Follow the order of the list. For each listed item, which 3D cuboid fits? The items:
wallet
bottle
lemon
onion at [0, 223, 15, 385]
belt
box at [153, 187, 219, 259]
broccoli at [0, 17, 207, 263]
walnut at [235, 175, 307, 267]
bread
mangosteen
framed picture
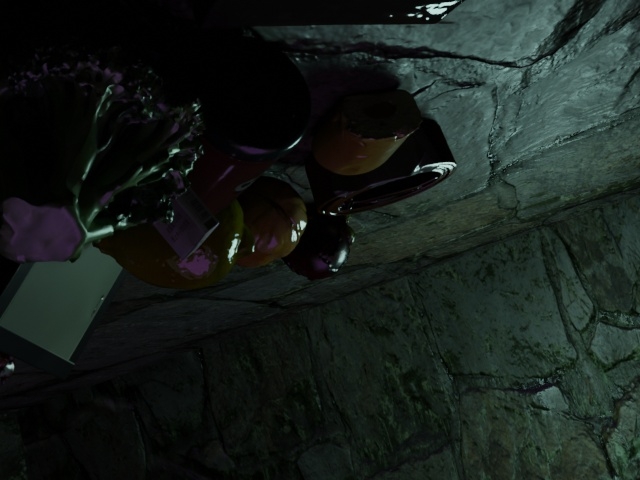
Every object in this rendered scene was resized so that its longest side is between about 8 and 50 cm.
[{"bbox_3d":[0.039,-0.262,0.763,0.309,0.042,0.165,-9,168,-31],"label":"wallet"},{"bbox_3d":[-0.143,-0.108,0.958,0.144,0.144,0.336,-11,167,-31],"label":"bottle"},{"bbox_3d":[-0.224,-0.015,1.192,0.248,0.184,0.184,2,165,-9],"label":"lemon"},{"bbox_3d":[-0.535,0.107,1.161,0.314,0.232,0.314,-37,166,-11],"label":"onion"},{"bbox_3d":[0.109,-0.125,1.352,0.261,0.105,0.184,-13,166,-18],"label":"belt"},{"bbox_3d":[-0.205,-0.073,0.918,0.029,0.198,0.109,-40,-179,-31],"label":"box"},{"bbox_3d":[-0.243,-0.088,0.744,0.261,0.241,0.269,5,133,-13],"label":"broccoli"},{"bbox_3d":[-0.111,-0.031,1.343,0.159,0.159,0.206,-12,174,-25],"label":"walnut"},{"bbox_3d":[0.067,-0.158,1.177,0.134,0.085,0.173,-13,167,-20],"label":"bread"},{"bbox_3d":[0.000,0.000,1.683,0.180,0.166,0.166,-40,176,-20],"label":"mangosteen"},{"bbox_3d":[-0.389,0.071,1.187,0.016,0.265,0.347,23,164,10],"label":"framed picture"}]
